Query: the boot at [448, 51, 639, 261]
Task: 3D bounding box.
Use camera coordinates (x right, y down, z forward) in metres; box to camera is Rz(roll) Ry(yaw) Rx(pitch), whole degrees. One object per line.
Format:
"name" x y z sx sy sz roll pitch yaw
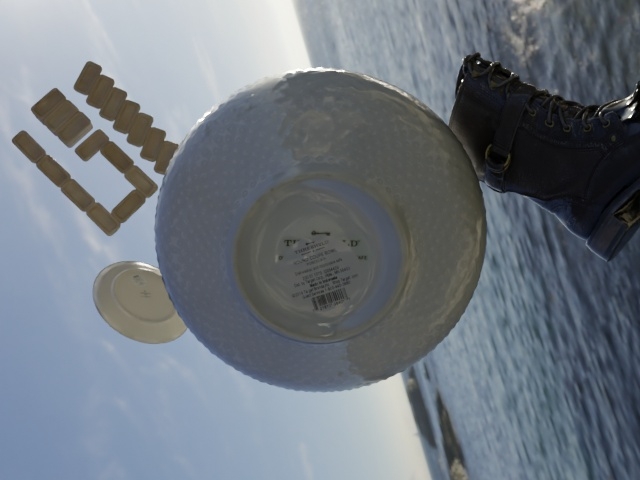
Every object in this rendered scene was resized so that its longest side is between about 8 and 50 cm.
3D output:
"boot" 0.228 -0.119 0.755 0.229 0.091 0.262 38 134 24

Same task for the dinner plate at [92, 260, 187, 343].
"dinner plate" -0.238 0.079 1.066 0.017 0.141 0.141 -54 34 34

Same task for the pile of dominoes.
"pile of dominoes" -0.370 -0.156 1.324 0.251 0.196 0.040 44 169 3

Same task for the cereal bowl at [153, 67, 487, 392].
"cereal bowl" 0.000 0.000 0.767 0.141 0.339 0.338 -89 -18 -78
